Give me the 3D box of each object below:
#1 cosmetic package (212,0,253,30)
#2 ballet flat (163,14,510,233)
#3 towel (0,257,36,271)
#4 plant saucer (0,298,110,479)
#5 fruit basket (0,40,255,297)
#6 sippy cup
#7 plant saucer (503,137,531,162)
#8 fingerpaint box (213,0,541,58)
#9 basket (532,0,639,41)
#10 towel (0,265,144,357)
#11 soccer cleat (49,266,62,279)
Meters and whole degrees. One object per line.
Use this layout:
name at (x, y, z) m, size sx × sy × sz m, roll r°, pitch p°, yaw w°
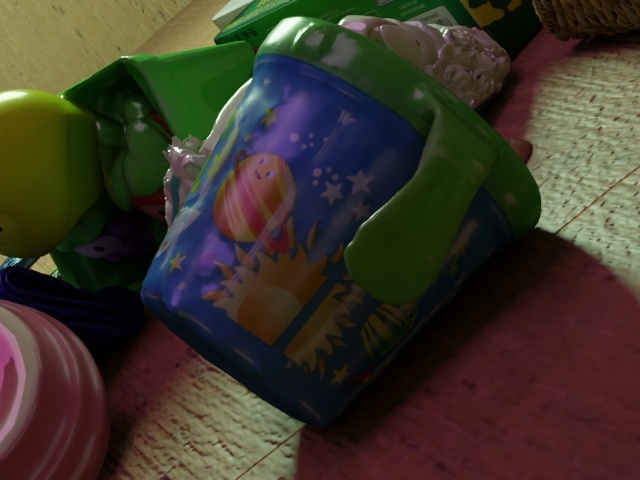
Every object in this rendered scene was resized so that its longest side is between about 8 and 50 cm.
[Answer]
cosmetic package at (-0.007, -0.300, 2.029) m, size 0.183 × 0.151 × 0.151 m, roll -49°, pitch 18°, yaw -25°
ballet flat at (0.022, -0.118, 1.377) m, size 0.409 × 0.147 × 0.147 m, roll -38°, pitch 12°, yaw -34°
towel at (-0.455, 0.021, 2.410) m, size 0.067 × 0.029 × 0.119 m, roll -19°, pitch 26°, yaw 54°
plant saucer at (-0.352, 0.164, 1.356) m, size 0.332 × 0.084 × 0.332 m, roll -7°, pitch 45°, yaw 6°
fruit basket at (-0.249, -0.053, 1.659) m, size 0.392 × 0.283 × 0.392 m, roll -27°, pitch 7°, yaw 4°
sippy cup at (0.000, 0.000, 1.104) m, size 0.224 × 0.240 × 0.305 m, roll -54°, pitch -20°, yaw -11°
plant saucer at (0.136, -0.060, 1.293) m, size 0.083 × 0.015 × 0.083 m, roll -37°, pitch 16°, yaw 12°
fingerpaint box at (0.134, -0.330, 1.762) m, size 0.371 × 0.163 × 0.445 m, roll -47°, pitch 17°, yaw -25°
basket at (0.289, -0.335, 1.327) m, size 0.299 × 0.213 × 0.223 m, roll -43°, pitch 17°, yaw -12°
towel at (-0.352, 0.140, 1.628) m, size 0.308 × 0.076 × 0.228 m, roll -33°, pitch -24°, yaw 23°
soccer cleat at (-0.305, 0.055, 1.935) m, size 0.072 × 0.060 × 0.179 m, roll -56°, pitch 14°, yaw -19°
